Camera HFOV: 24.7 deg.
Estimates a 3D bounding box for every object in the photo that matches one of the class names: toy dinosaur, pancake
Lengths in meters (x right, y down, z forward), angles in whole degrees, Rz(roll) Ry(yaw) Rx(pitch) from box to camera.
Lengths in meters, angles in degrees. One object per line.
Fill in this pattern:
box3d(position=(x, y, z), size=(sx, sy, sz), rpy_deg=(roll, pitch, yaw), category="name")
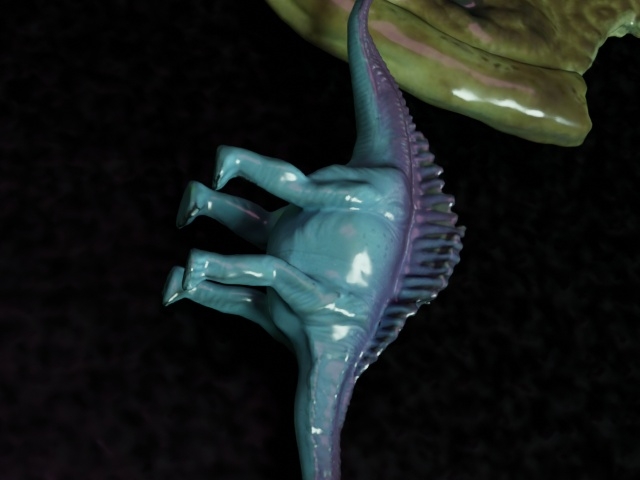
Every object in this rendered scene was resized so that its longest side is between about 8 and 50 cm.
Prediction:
box3d(position=(0.000, 0.000, 0.429), size=(0.080, 0.045, 0.197), rpy_deg=(19, 64, -12), category="toy dinosaur")
box3d(position=(0.063, -0.129, 0.548), size=(0.212, 0.029, 0.235), rpy_deg=(45, 52, 10), category="pancake")
